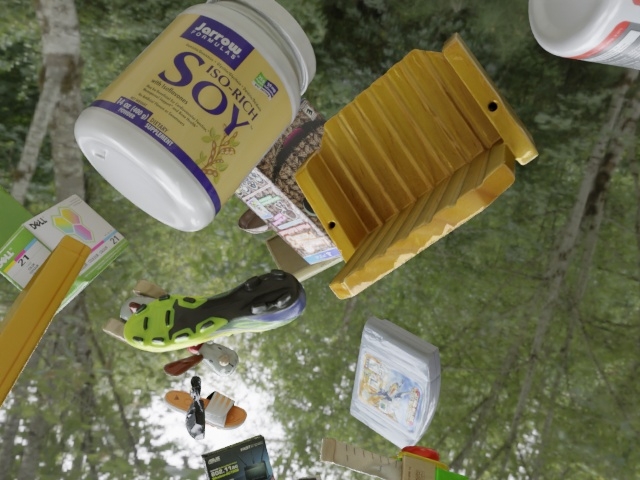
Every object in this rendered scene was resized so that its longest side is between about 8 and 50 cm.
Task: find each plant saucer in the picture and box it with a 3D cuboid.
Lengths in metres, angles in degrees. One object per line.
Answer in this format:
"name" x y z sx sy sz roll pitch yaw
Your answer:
"plant saucer" -0.133 -0.066 1.562 0.169 0.029 0.168 -20 -154 10

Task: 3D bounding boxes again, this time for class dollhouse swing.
"dollhouse swing" 0.106 -0.126 0.918 0.315 0.347 0.305 59 -154 10

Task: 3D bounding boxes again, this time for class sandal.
"sandal" -0.354 0.508 1.861 0.266 0.076 0.102 17 -149 -3

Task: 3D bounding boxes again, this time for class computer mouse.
"computer mouse" -0.258 0.340 1.216 0.041 0.242 0.071 0 -131 -8

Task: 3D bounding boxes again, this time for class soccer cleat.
"soccer cleat" -0.162 0.127 0.953 0.289 0.093 0.121 -15 148 0

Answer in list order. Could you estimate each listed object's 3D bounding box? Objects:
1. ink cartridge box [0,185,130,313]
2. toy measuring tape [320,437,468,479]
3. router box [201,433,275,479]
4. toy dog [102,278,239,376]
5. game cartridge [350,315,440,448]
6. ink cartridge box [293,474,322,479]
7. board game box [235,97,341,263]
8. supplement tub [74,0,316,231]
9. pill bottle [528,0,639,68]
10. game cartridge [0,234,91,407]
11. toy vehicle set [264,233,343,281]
"ink cartridge box" -0.470 -0.024 0.989 0.255 0.097 0.188 46 -165 -12
"toy measuring tape" 0.114 0.389 1.001 0.330 0.121 0.121 25 -178 -26
"router box" -0.154 0.431 1.134 0.123 0.092 0.038 -14 175 -22
"toy dog" -0.349 0.212 1.441 0.334 0.220 0.161 10 166 -10
"game cartridge" 0.171 0.336 1.371 0.198 0.297 0.062 29 -144 35
"ink cartridge box" -0.032 0.614 1.022 0.072 0.307 0.303 3 -137 -25
"board game box" -0.029 -0.131 1.388 0.291 0.232 0.141 44 148 -20
"supplement tub" -0.180 -0.206 0.931 0.241 0.331 0.241 30 159 13
"pill bottle" 0.535 -0.373 0.941 0.363 0.210 0.210 2 -168 -21
"game cartridge" -0.415 0.166 0.767 0.053 0.285 0.324 35 137 -22
"toy vehicle set" 0.000 0.000 1.589 0.267 0.035 0.166 -27 -133 -4
